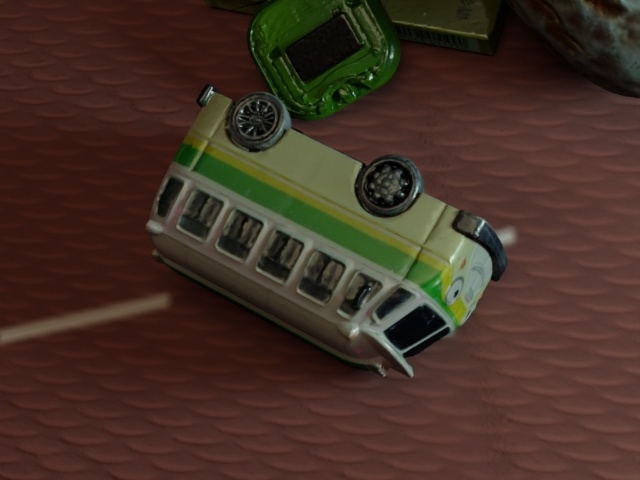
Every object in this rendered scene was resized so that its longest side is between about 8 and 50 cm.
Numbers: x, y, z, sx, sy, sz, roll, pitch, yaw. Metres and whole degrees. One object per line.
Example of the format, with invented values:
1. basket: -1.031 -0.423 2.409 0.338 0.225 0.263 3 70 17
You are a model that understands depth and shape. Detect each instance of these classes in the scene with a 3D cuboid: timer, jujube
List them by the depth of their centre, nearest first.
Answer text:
1. jujube: 0.272 -0.273 1.528 0.247 0.215 0.308 -8 64 -34
2. timer: 0.002 -0.192 1.626 0.140 0.047 0.128 -29 86 18

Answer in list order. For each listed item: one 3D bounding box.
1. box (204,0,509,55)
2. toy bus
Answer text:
1. box: 0.047 -0.294 1.685 0.311 0.043 0.173 13 73 18
2. toy bus: 0.000 0.000 1.525 0.305 0.143 0.179 27 79 21
